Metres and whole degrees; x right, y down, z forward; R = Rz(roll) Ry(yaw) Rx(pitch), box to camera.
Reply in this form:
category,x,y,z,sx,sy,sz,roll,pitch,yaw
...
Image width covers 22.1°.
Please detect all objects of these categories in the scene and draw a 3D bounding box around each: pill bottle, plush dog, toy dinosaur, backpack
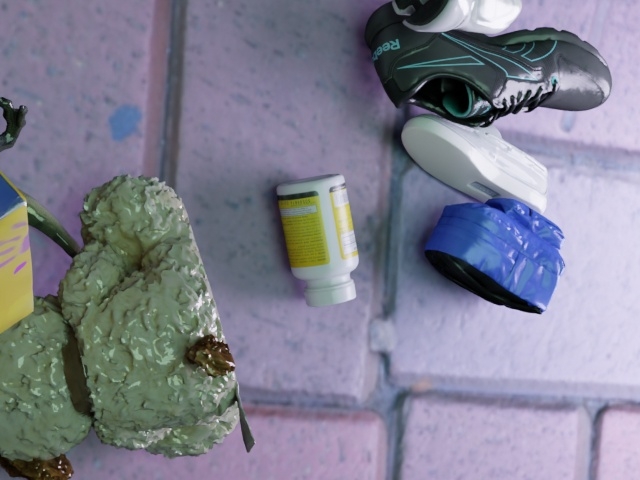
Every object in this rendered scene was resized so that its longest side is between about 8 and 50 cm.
category,x,y,z,sx,sy,sz,roll,pitch,yaw
pill bottle,0.000,0.000,1.519,0.065,0.065,0.116,-13,96,-29
plush dog,-0.189,0.102,1.341,0.225,0.210,0.262,-16,108,-6
toy dinosaur,-0.305,-0.071,1.346,0.268,0.064,0.118,16,96,-32
backpack,0.167,0.006,1.600,0.120,0.098,0.101,27,78,-18

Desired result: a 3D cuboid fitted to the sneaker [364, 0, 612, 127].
category,x,y,z,sx,sy,sz,roll,pitch,yaw
sneaker,0.165,-0.150,1.584,0.267,0.101,0.106,8,54,-22

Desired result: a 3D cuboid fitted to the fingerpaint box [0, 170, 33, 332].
category,x,y,z,sx,sy,sz,roll,pitch,yaw
fingerpaint box,-0.479,0.009,1.087,0.445,0.163,0.371,-37,70,-25

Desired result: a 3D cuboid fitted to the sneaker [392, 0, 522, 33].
category,x,y,z,sx,sy,sz,roll,pitch,yaw
sneaker,0.120,-0.323,1.544,0.118,0.110,0.292,7,69,-36

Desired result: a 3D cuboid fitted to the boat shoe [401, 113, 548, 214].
category,x,y,z,sx,sy,sz,roll,pitch,yaw
boat shoe,0.157,-0.086,1.614,0.184,0.066,0.063,27,63,-25
